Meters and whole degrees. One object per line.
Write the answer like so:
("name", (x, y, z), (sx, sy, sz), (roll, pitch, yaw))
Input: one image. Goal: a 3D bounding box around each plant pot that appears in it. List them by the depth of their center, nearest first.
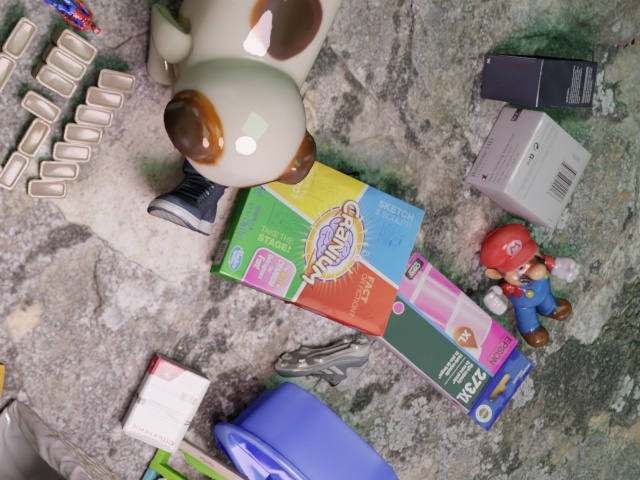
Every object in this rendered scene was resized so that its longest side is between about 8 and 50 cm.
("plant pot", (0.343, 0.252, 1.903), (0.095, 0.134, 0.134), (35, 82, -14))

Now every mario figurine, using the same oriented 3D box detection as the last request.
("mario figurine", (0.442, 0.096, 1.884), (0.320, 0.170, 0.198), (54, 37, -40))

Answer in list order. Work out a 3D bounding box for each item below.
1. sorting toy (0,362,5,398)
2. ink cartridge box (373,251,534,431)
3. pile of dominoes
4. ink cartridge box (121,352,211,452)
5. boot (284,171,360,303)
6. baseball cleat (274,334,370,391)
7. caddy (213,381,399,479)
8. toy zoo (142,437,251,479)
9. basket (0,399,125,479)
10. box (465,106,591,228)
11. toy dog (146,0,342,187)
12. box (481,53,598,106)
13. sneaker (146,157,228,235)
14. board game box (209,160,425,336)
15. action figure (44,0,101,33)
("sorting toy", (-0.619, 0.219, 1.279), (0.348, 0.047, 0.195), (-10, 108, -32))
("ink cartridge box", (0.258, 0.203, 1.780), (0.371, 0.069, 0.175), (41, 78, -14))
("pile of dominoes", (-0.411, -0.189, 1.331), (0.196, 0.040, 0.251), (31, 93, -36))
("ink cartridge box", (-0.260, 0.271, 1.515), (0.099, 0.056, 0.135), (28, 86, -16))
("boot", (-0.002, -0.009, 1.632), (0.246, 0.083, 0.161), (-37, 108, -21))
("baseball cleat", (0.009, 0.245, 1.698), (0.206, 0.072, 0.109), (-12, 115, -27))
("caddy", (-0.034, 0.407, 1.575), (0.341, 0.241, 0.179), (43, 63, -4))
("toy zoo", (-0.249, 0.496, 1.521), (0.293, 0.192, 0.030), (-64, 153, -4))
("basket", (-0.415, 0.476, 1.317), (0.331, 0.328, 0.266), (-50, 126, -13))
("box", (0.424, -0.148, 1.841), (0.182, 0.119, 0.181), (30, 85, -35))
("toy dog", (-0.086, -0.276, 1.308), (0.285, 0.395, 0.407), (15, 85, -45))
("box", (0.427, -0.314, 1.776), (0.158, 0.156, 0.093), (-5, 106, -33))
("sneaker", (-0.191, -0.096, 1.403), (0.086, 0.226, 0.163), (23, 89, 3))
("board game box", (0.000, 0.000, 1.557), (0.317, 0.064, 0.242), (23, 80, -20))
("action figure", (-0.365, -0.337, 1.314), (0.115, 0.030, 0.038), (37, 76, -37))
